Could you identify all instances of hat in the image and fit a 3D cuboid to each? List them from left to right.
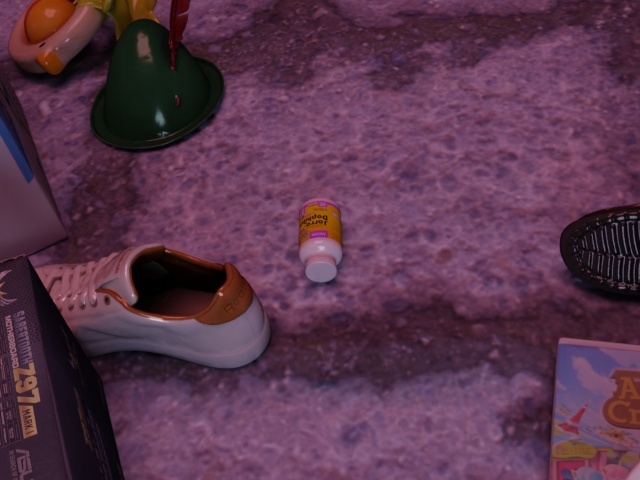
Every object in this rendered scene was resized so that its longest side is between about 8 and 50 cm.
[{"bbox_3d":[-0.215,-0.243,1.014,0.173,0.183,0.208,-1,48,11],"label":"hat"}]

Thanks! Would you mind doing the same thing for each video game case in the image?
[{"bbox_3d":[0.285,0.167,0.652,0.213,0.023,0.193,4,49,15],"label":"video game case"}]

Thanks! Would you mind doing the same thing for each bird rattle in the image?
[{"bbox_3d":[-0.349,-0.321,1.158,0.254,0.143,0.207,30,76,35],"label":"bird rattle"}]

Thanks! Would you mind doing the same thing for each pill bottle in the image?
[{"bbox_3d":[0.000,0.000,0.846,0.043,0.043,0.083,-7,47,5],"label":"pill bottle"}]

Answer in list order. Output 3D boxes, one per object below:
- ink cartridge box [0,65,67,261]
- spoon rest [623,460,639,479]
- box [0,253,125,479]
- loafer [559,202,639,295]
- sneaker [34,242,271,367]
[{"bbox_3d":[-0.430,-0.112,0.929,0.197,0.198,0.270,-24,49,-10],"label":"ink cartridge box"},{"bbox_3d":[0.237,0.251,0.524,0.137,0.084,0.276,13,60,19],"label":"spoon rest"},{"bbox_3d":[-0.202,0.152,0.654,0.059,0.183,0.232,-22,47,-8],"label":"box"},{"bbox_3d":[0.329,-0.001,0.773,0.220,0.080,0.078,-3,15,10],"label":"loafer"},{"bbox_3d":[-0.195,0.042,0.796,0.290,0.123,0.105,1,51,14],"label":"sneaker"}]
